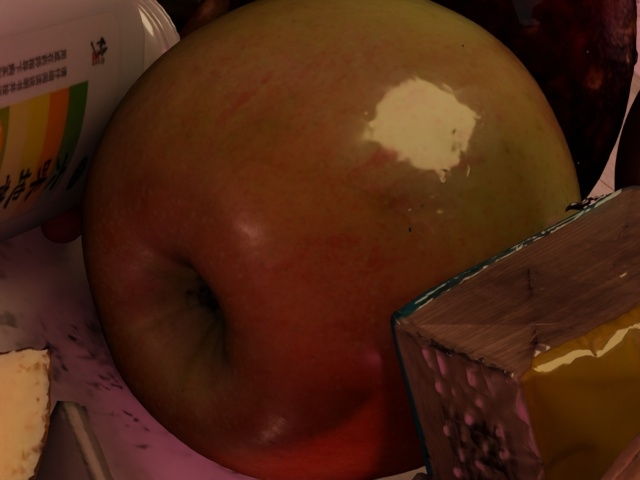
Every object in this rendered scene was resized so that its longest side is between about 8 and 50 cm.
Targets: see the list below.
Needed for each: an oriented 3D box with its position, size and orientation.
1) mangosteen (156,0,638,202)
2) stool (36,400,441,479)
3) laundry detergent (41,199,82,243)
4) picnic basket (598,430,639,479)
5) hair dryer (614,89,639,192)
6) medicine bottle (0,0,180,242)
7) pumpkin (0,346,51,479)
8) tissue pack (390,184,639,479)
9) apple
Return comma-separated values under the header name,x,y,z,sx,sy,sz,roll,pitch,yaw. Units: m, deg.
name,x,y,z,sx,sy,sz,roll,pitch,yaw
mangosteen,0.052,-0.175,1.301,0.421,0.381,0.381,35,23,-22
stool,-0.020,0.236,0.708,0.243,0.170,0.270,19,30,-41
laundry detergent,-0.179,-0.052,1.163,0.097,0.049,0.165,23,30,-26
picnic basket,0.236,0.172,0.682,0.313,0.228,0.175,16,29,-37
hair dryer,0.227,0.049,1.207,0.123,0.313,0.340,19,37,30
medicine bottle,-0.203,-0.085,0.986,0.124,0.179,0.324,23,22,15
pumpkin,-0.257,0.132,0.636,0.312,0.169,0.148,-3,78,-39
tissue pack,0.167,0.133,0.872,0.192,0.271,0.134,-27,24,-27
apple,0.000,0.000,1.006,0.277,0.319,0.319,-11,51,-37
